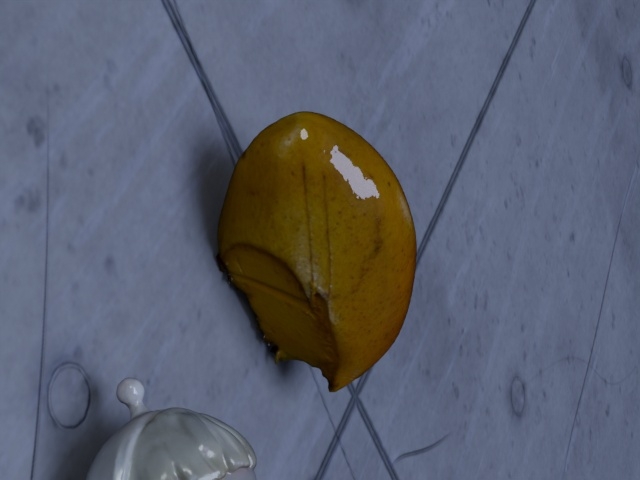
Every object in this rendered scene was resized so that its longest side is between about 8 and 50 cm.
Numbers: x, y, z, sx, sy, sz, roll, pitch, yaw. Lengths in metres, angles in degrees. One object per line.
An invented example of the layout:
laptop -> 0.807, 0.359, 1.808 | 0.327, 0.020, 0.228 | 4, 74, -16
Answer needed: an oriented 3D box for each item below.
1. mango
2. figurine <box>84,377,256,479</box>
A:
mango -> 0.000, 0.000, 1.119 | 0.126, 0.153, 0.252 | -71, 157, -48
figurine -> -0.096, 0.223, 0.930 | 0.182, 0.144, 0.257 | 7, 82, -40
